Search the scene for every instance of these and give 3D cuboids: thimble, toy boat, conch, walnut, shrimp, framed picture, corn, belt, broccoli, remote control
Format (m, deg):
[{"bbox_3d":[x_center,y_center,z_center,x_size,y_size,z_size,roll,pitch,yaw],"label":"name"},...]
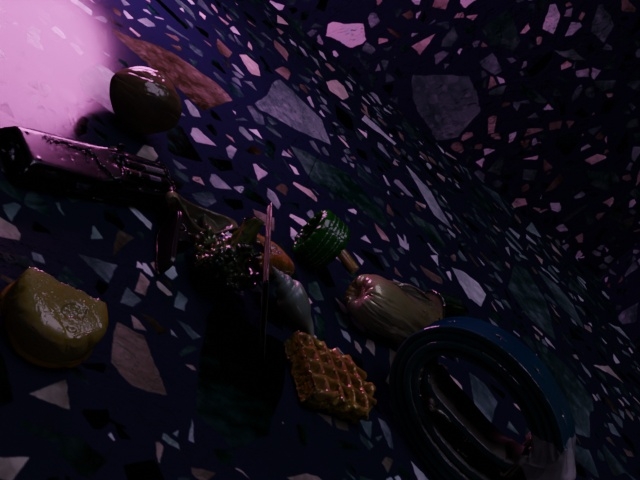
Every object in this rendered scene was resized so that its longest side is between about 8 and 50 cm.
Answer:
[{"bbox_3d":[0.000,0.000,2.197,0.090,0.130,0.118,38,43,-18],"label":"thimble"},{"bbox_3d":[-0.248,-0.039,1.892,0.185,0.071,0.089,26,29,-41],"label":"toy boat"},{"bbox_3d":[-0.063,0.121,1.949,0.088,0.065,0.180,20,-40,62],"label":"conch"},{"bbox_3d":[-0.373,-0.298,2.026,0.162,0.140,0.140,18,34,-32],"label":"walnut"},{"bbox_3d":[-0.124,0.032,2.038,0.132,0.051,0.187,42,12,21],"label":"shrimp"},{"bbox_3d":[-0.105,0.075,1.823,0.014,0.197,0.252,3,37,-3],"label":"framed picture"},{"bbox_3d":[0.179,0.172,2.226,0.305,0.122,0.123,27,30,-43],"label":"corn"},{"bbox_3d":[0.337,0.356,1.959,0.436,0.300,0.173,50,23,9],"label":"belt"},{"bbox_3d":[-0.167,0.020,1.822,0.154,0.160,0.167,32,2,32],"label":"broccoli"},{"bbox_3d":[-0.415,-0.132,1.764,0.399,0.062,0.144,9,43,-56],"label":"remote control"}]

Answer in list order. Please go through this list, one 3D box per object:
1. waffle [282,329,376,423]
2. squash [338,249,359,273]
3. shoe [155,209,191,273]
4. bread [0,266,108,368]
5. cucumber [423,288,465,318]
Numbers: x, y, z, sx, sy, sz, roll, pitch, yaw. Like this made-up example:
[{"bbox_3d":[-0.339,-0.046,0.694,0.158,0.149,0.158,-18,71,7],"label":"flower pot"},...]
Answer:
[{"bbox_3d":[0.032,0.280,1.873,0.211,0.055,0.160,30,27,-37],"label":"waffle"},{"bbox_3d":[0.062,0.043,2.363,0.083,0.027,0.027,54,23,20],"label":"squash"},{"bbox_3d":[-0.272,0.012,1.780,0.053,0.062,0.159,39,28,-27],"label":"shoe"},{"bbox_3d":[-0.387,0.118,1.367,0.156,0.086,0.125,33,35,-21],"label":"bread"},{"bbox_3d":[0.343,0.181,2.588,0.115,0.062,0.116,15,36,-46],"label":"cucumber"}]
